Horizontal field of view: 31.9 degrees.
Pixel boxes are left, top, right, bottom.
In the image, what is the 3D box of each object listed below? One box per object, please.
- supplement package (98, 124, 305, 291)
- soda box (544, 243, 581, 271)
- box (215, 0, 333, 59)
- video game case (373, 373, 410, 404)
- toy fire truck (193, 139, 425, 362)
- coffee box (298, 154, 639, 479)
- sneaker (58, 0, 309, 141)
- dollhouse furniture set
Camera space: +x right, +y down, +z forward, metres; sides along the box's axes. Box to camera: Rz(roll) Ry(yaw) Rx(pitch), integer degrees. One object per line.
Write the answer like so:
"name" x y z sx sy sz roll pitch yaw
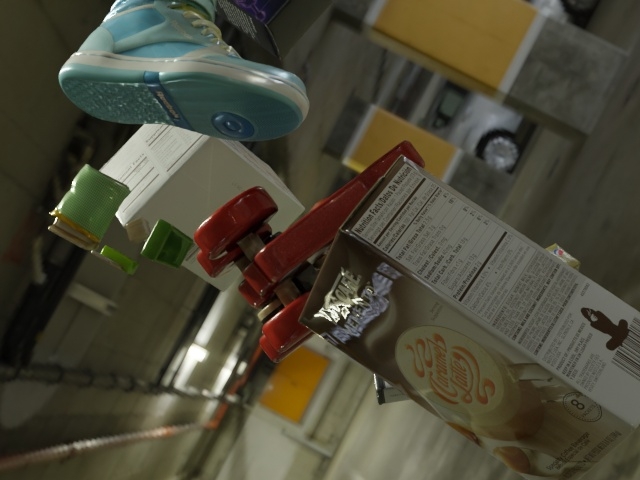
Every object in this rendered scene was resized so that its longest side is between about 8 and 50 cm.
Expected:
"supplement package" -0.196 -0.075 1.824 0.204 0.145 0.262 -45 -43 6
"soda box" 0.382 0.098 1.890 0.058 0.061 0.181 -25 -42 -29
"box" -0.091 -0.386 1.593 0.153 0.207 0.108 -50 -19 -8
"video game case" 0.187 0.103 1.599 0.275 0.248 0.035 -97 -3 -48
"toy fire truck" 0.000 0.000 1.327 0.254 0.169 0.302 -36 -6 -10
"coffee box" 0.120 0.067 0.849 0.098 0.246 0.141 -50 -10 -35
"sneaker" -0.138 -0.237 1.324 0.127 0.319 0.208 67 -141 -55
"dollhouse furniture set" -0.200 -0.019 1.070 0.076 0.151 0.058 -61 -20 -4
